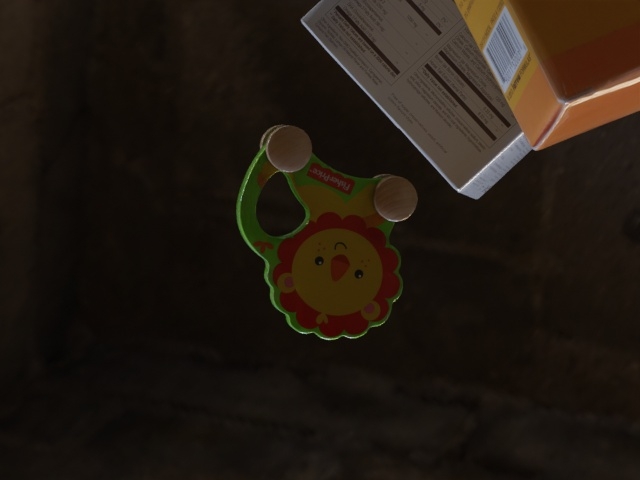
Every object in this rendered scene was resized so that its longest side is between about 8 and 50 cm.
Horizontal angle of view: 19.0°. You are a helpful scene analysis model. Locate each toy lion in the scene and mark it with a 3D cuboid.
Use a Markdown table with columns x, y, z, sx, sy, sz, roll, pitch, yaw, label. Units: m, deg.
| x | y | z | sx | sy | sz | roll | pitch | yaw | label |
| --- | --- | --- | --- | --- | --- | --- | --- | --- | --- |
| 0.000 | 0.000 | 0.997 | 0.100 | 0.034 | 0.096 | 25 | 90 | -11 | toy lion |

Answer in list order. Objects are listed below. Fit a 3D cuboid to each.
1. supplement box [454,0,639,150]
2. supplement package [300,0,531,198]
| x | y | z | sx | sy | sz | roll | pitch | yaw | label |
| --- | --- | --- | --- | --- | --- | --- | --- | --- | --- |
| 0.101 | -0.171 | 1.010 | 0.078 | 0.080 | 0.233 | -22 | 78 | -13 | supplement box |
| 0.155 | -0.196 | 1.621 | 0.262 | 0.199 | 0.198 | -43 | 84 | 6 | supplement package |
